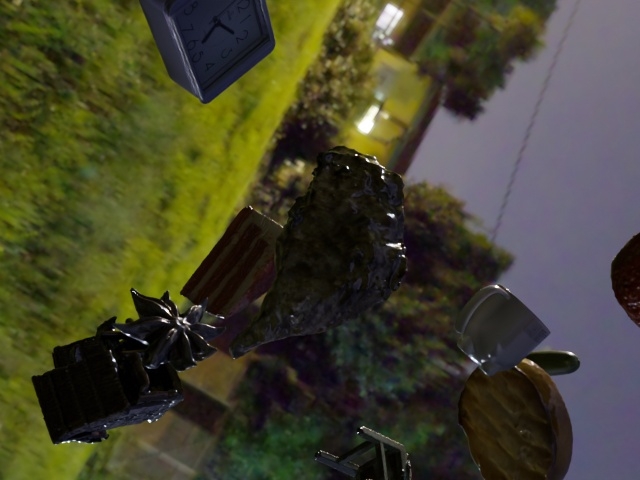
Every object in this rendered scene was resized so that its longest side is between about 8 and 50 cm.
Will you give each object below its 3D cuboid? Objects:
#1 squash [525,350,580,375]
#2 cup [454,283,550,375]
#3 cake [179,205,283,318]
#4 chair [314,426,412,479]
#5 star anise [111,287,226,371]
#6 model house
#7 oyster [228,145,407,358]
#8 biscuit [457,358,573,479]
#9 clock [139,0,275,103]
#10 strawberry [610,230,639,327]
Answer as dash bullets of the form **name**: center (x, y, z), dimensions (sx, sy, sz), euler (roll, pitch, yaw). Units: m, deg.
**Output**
- **squash**: center (0.535, 0.315, 2.494), dimensions (0.252, 0.066, 0.066), euler (-12, -143, 37)
- **cup**: center (0.333, 0.173, 1.852), dimensions (0.142, 0.134, 0.173), euler (-45, 161, 1)
- **cake**: center (-0.174, 0.044, 2.219), dimensions (0.262, 0.158, 0.159), euler (-35, 145, -43)
- **chair**: center (0.130, 0.495, 1.957), dimensions (0.147, 0.270, 0.136), euler (-37, -143, 29)
- **star anise**: center (-0.250, 0.146, 1.610), dimensions (0.061, 0.181, 0.204), euler (-55, -163, 30)
- **model house**: center (-0.500, 0.299, 2.214), dimensions (0.317, 0.283, 0.297), euler (66, -31, 29)
- **oyster**: center (0.019, 0.011, 1.394), dimensions (0.111, 0.204, 0.396), euler (66, 34, -46)
- **biscuit**: center (0.402, 0.378, 2.011), dimensions (0.296, 0.102, 0.296), euler (22, -65, 58)
- **clock**: center (-0.141, -0.288, 1.266), dimensions (0.145, 0.073, 0.193), euler (-42, 153, -15)
- **strawberry**: center (0.626, 0.066, 1.649), dimensions (0.257, 0.277, 0.257), euler (-166, -90, -86)
